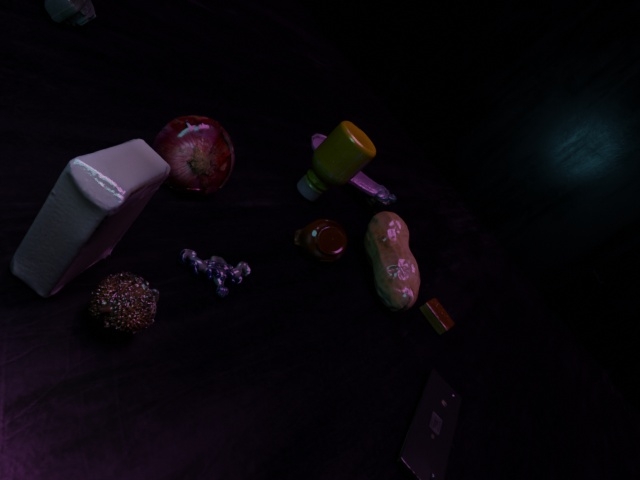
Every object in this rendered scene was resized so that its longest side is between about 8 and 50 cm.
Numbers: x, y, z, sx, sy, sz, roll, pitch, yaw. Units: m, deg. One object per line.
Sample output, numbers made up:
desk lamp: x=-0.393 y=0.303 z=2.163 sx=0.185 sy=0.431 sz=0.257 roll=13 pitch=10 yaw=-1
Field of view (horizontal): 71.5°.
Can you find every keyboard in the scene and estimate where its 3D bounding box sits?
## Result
keyboard: x=0.224 y=0.371 z=0.882 sx=0.106 sy=0.027 sz=0.317 roll=48 pitch=26 yaw=8

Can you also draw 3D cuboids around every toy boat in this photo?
toy boat: x=-0.516 y=-0.530 z=0.954 sx=0.260 sy=0.078 sz=0.085 roll=-101 pitch=164 yaw=-44

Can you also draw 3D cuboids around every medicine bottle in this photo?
medicine bottle: x=0.031 y=-0.194 z=1.150 sx=0.122 sy=0.212 sz=0.122 roll=36 pitch=29 yaw=-23

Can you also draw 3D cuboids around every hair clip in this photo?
hair clip: x=0.089 y=-0.225 z=1.446 sx=0.358 sy=0.110 sz=0.095 roll=47 pitch=-14 yaw=8

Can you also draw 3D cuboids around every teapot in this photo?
teapot: x=0.000 y=0.000 z=1.009 sx=0.129 sy=0.078 sz=0.098 roll=5 pitch=88 yaw=-36

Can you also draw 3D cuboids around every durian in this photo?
durian: x=-0.239 y=0.076 z=0.535 sx=0.080 sy=0.080 sz=0.091 roll=53 pitch=6 yaw=10

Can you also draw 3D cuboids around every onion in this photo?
onion: x=-0.244 y=-0.162 z=0.830 sx=0.150 sy=0.150 sz=0.140 roll=25 pitch=4 yaw=-38

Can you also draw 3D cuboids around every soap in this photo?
soap: x=-0.265 y=-0.026 z=0.517 sx=0.064 sy=0.183 sz=0.121 roll=43 pitch=26 yaw=-9

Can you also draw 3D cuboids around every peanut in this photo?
peanut: x=0.181 y=0.051 z=1.145 sx=0.130 sy=0.130 sz=0.290 roll=28 pitch=39 yaw=-35

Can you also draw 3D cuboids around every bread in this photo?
bread: x=0.327 y=0.212 z=1.240 sx=0.094 sy=0.035 sz=0.090 roll=55 pitch=27 yaw=16

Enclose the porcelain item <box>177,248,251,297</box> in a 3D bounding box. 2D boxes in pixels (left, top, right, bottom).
porcelain item: x=-0.167 y=0.060 z=0.729 sx=0.136 sy=0.021 sz=0.075 roll=17 pitch=44 yaw=-45
